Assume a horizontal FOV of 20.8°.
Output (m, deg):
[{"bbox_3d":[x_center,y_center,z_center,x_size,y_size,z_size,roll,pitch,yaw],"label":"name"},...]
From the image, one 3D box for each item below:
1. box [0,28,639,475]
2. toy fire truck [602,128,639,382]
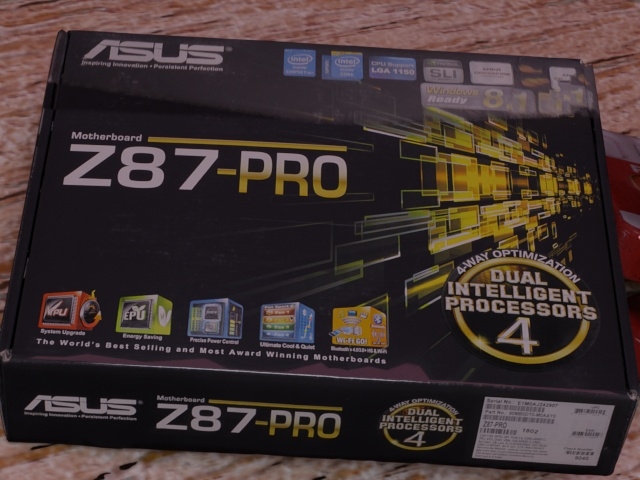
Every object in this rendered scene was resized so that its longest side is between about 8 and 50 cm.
[{"bbox_3d":[0.000,0.000,1.177,0.394,0.097,0.318,4,44,-2],"label":"box"},{"bbox_3d":[0.332,-0.002,1.309,0.302,0.169,0.254,11,26,-10],"label":"toy fire truck"}]
